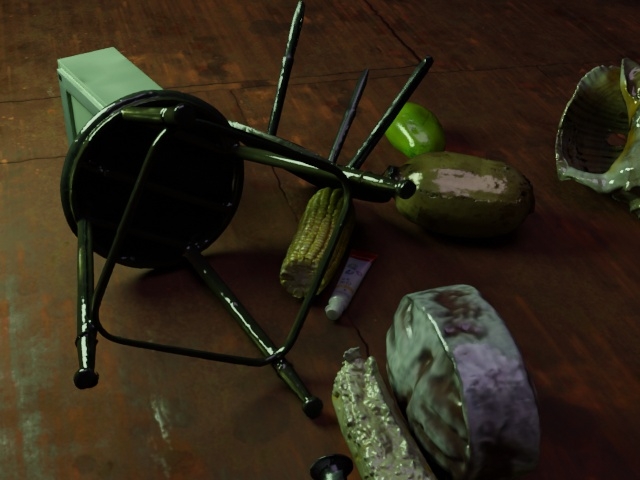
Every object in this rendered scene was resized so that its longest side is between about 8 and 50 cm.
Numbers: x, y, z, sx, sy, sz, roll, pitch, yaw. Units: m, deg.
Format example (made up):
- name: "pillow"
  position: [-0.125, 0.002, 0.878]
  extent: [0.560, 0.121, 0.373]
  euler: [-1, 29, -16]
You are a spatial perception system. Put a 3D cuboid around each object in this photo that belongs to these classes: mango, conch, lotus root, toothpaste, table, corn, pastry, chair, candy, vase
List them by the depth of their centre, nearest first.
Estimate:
- name: "vase"
  position: [0.023, 0.341, 1.024]
  extent: [0.059, 0.059, 0.167]
  euler: [-1, 37, -7]
- name: "pastry"
  position: [0.086, 0.272, 1.089]
  extent: [0.089, 0.121, 0.258]
  euler: [-26, 48, 2]
- name: "candy"
  position: [0.180, 0.186, 1.116]
  extent: [0.157, 0.214, 0.289]
  euler: [-9, 37, -11]
- name: "chair"
  position: [-0.178, -0.023, 1.213]
  extent: [0.365, 0.362, 0.410]
  euler: [15, 13, -36]
- name: "toothpaste"
  position: [0.049, 0.068, 1.410]
  extent: [0.048, 0.031, 0.190]
  euler: [11, 35, 14]
- name: "corn"
  position: [0.000, 0.000, 1.440]
  extent: [0.093, 0.093, 0.244]
  euler: [11, 39, 8]
- name: "table"
  position: [0.046, -0.229, 1.476]
  extent: [0.317, 0.249, 0.317]
  euler: [24, -4, 2]
- name: "lotus root"
  position: [0.245, -0.084, 1.538]
  extent: [0.284, 0.146, 0.160]
  euler: [10, 17, -2]
- name: "conch"
  position: [0.594, -0.186, 1.672]
  extent: [0.263, 0.186, 0.324]
  euler: [-5, 63, 7]
- name: "mango"
  position: [0.201, -0.224, 1.768]
  extent: [0.117, 0.089, 0.163]
  euler: [-13, 52, -33]

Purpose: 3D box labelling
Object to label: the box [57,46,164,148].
- name: "box"
  position: [-0.376, -0.199, 1.551]
  extent: [0.117, 0.225, 0.225]
  euler: [-22, 44, -30]
